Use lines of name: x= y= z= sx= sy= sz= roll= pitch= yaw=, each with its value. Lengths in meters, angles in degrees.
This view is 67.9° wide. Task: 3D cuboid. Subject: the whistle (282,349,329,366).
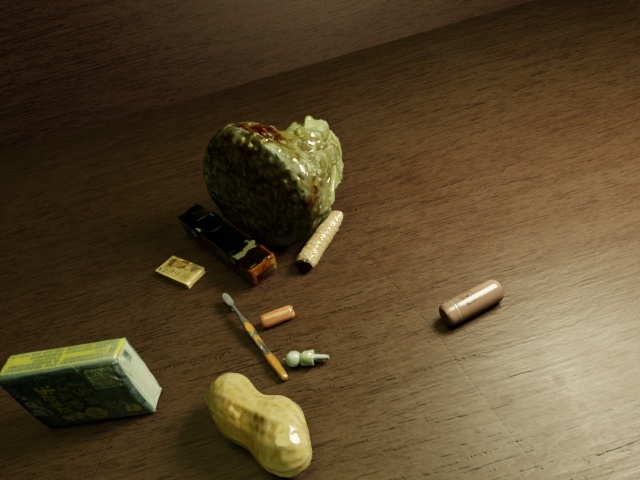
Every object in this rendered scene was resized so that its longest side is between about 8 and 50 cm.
whistle: x=-0.031 y=0.251 z=1.014 sx=0.100 sy=0.035 sz=0.035 roll=-5 pitch=40 yaw=10

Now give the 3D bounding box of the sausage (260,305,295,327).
sausage: x=-0.102 y=0.180 z=1.124 sx=0.083 sy=0.034 sz=0.034 roll=-20 pitch=39 yaw=-7

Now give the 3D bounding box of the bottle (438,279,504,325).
bottle: x=0.324 y=0.134 z=1.021 sx=0.140 sy=0.053 sz=0.053 roll=-25 pitch=39 yaw=-11

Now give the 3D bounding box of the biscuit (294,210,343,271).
biscuit: x=0.000 y=0.000 z=1.290 sx=0.061 sy=0.055 sz=0.219 roll=-16 pitch=31 yaw=41

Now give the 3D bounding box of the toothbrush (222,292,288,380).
toothbrush: x=-0.159 y=0.215 z=1.104 sx=0.023 sy=0.031 sz=0.321 roll=-31 pitch=41 yaw=-17

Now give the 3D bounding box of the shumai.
shumai: x=-0.087 y=-0.202 z=1.323 sx=0.395 sy=0.394 sz=0.348 roll=19 pitch=48 yaw=35

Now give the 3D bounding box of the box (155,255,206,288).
box: x=-0.398 y=0.087 z=1.349 sx=0.149 sy=0.020 sz=0.073 roll=15 pitch=48 yaw=33

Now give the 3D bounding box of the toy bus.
toy bus: x=-0.272 y=0.002 z=1.352 sx=0.093 sy=0.092 sz=0.409 roll=-38 pitch=43 yaw=-22

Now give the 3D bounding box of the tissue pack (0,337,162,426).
tissue pack: x=-0.492 y=0.301 z=0.988 sx=0.257 sy=0.185 sz=0.081 roll=-10 pitch=38 yaw=7

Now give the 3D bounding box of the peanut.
peanut: x=-0.116 y=0.329 z=0.887 sx=0.275 sy=0.111 sz=0.125 roll=22 pitch=47 yaw=37
